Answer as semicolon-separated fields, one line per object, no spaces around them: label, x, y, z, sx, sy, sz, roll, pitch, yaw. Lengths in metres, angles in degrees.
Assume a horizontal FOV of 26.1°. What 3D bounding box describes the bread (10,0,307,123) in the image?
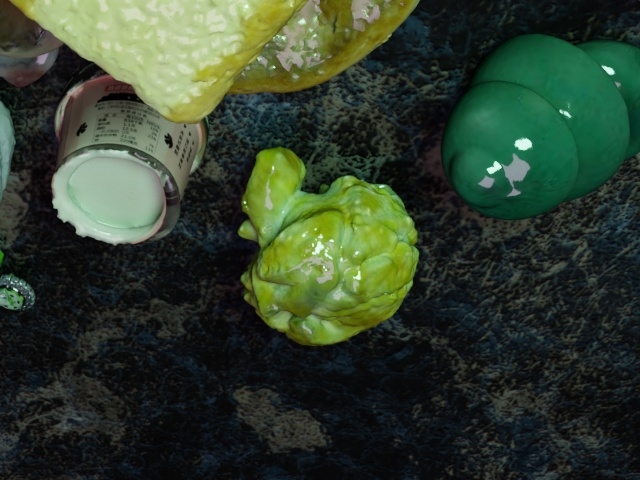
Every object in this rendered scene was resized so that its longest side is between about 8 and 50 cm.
bread;-0.071;-0.282;1.011;0.236;0.165;0.375;38;122;-12

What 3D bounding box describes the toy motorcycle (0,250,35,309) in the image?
toy motorcycle;-0.392;0.018;1.475;0.106;0.074;0.190;-17;130;29

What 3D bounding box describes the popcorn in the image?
popcorn;0.000;0.000;1.371;0.198;0.198;0.212;-39;95;32

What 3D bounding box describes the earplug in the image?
earplug;0.239;-0.117;1.241;0.257;0.280;0.164;-2;121;55

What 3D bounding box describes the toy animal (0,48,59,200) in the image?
toy animal;-0.342;-0.106;1.315;0.324;0.090;0.195;-31;103;26

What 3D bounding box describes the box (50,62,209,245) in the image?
box;-0.187;-0.079;1.322;0.151;0.135;0.151;1;131;1

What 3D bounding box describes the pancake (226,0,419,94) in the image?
pancake;-0.084;-0.279;1.165;0.387;0.082;0.387;5;131;6

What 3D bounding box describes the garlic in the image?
garlic;-0.259;-0.199;1.211;0.152;0.066;0.084;-23;89;37
